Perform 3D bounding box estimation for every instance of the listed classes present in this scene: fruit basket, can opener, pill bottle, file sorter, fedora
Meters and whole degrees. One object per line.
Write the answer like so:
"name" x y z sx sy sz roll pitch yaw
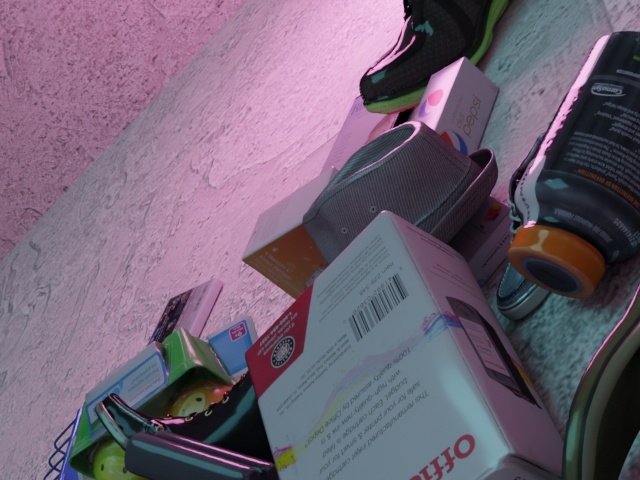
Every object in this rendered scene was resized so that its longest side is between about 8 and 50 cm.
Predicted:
"fruit basket" -0.186 0.289 1.322 0.327 0.165 0.353 -37 35 13
"can opener" -0.080 0.262 1.074 0.280 0.074 0.093 15 90 29
"pill bottle" 0.268 -0.068 1.004 0.245 0.130 0.130 -59 23 -17
"file sorter" -0.361 0.368 1.621 0.104 0.118 0.170 -45 23 26
"fedora" 0.070 -0.038 1.205 0.275 0.124 0.243 -38 11 45

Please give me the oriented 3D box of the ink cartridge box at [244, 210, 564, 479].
"ink cartridge box" 0.071 0.159 0.961 0.226 0.131 0.306 -45 40 20

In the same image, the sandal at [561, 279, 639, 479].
"sandal" 0.257 0.113 0.790 0.086 0.120 0.302 17 62 33

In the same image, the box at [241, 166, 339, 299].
"box" 0.000 0.000 1.439 0.170 0.130 0.091 -31 30 44

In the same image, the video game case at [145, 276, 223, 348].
"video game case" -0.254 0.164 1.846 0.173 0.022 0.190 -24 36 50

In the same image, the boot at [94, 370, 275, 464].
"boot" -0.128 0.203 1.216 0.236 0.085 0.178 33 81 24

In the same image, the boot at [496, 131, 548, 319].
"boot" 0.216 -0.017 1.091 0.190 0.086 0.069 -59 22 -15

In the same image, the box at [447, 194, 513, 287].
"box" 0.146 0.025 1.233 0.186 0.038 0.145 -53 23 4

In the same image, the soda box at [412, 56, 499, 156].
"soda box" 0.163 -0.136 1.395 0.069 0.074 0.216 -23 36 51

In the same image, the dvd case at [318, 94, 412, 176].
"dvd case" 0.072 -0.161 1.686 0.180 0.022 0.253 -22 37 52

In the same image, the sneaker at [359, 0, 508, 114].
"sneaker" 0.187 -0.392 1.564 0.482 0.202 0.185 -57 21 -10
